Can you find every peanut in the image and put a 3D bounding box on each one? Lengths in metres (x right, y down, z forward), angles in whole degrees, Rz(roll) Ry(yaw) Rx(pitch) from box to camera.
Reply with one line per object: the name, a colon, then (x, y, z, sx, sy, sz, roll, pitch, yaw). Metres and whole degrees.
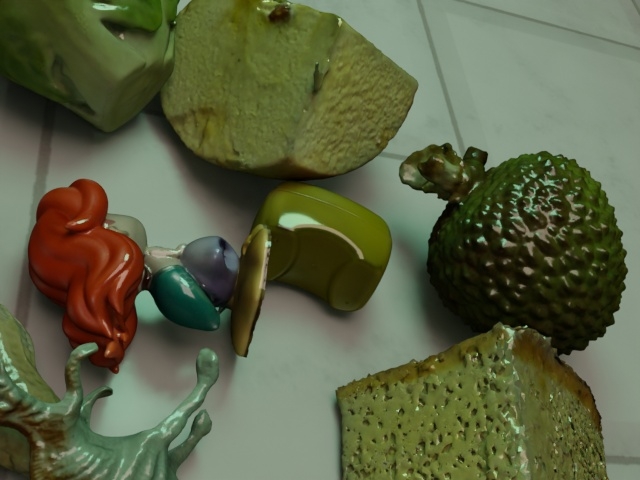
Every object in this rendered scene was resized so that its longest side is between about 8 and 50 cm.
peanut: (-0.321, 0.138, 0.742, 0.090, 0.098, 0.214, -35, 72, -1)

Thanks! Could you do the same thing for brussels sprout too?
brussels sprout: (-0.326, -0.325, 0.977, 0.354, 0.281, 0.289, 59, 27, 1)

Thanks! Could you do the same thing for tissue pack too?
tissue pack: (0.000, 0.000, 0.976, 0.178, 0.123, 0.127, 22, 44, -8)

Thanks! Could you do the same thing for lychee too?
lychee: (0.267, 0.005, 1.017, 0.270, 0.270, 0.320, -21, 99, -36)

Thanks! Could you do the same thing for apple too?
apple: (-0.061, -0.229, 1.048, 0.309, 0.252, 0.314, 23, 47, 39)

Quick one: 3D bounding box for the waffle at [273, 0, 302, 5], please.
waffle: (-0.055, -0.337, 1.258, 0.214, 0.054, 0.208, 22, 52, -2)

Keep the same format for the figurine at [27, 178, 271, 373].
figurine: (-0.195, 0.043, 0.824, 0.257, 0.181, 0.208, 9, 80, -10)

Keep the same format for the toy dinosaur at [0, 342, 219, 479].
toy dinosaur: (-0.155, 0.223, 0.727, 0.205, 0.092, 0.393, -44, 110, -42)

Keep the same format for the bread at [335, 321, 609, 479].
bread: (0.192, 0.269, 0.901, 0.315, 0.279, 0.248, 49, 30, -46)
